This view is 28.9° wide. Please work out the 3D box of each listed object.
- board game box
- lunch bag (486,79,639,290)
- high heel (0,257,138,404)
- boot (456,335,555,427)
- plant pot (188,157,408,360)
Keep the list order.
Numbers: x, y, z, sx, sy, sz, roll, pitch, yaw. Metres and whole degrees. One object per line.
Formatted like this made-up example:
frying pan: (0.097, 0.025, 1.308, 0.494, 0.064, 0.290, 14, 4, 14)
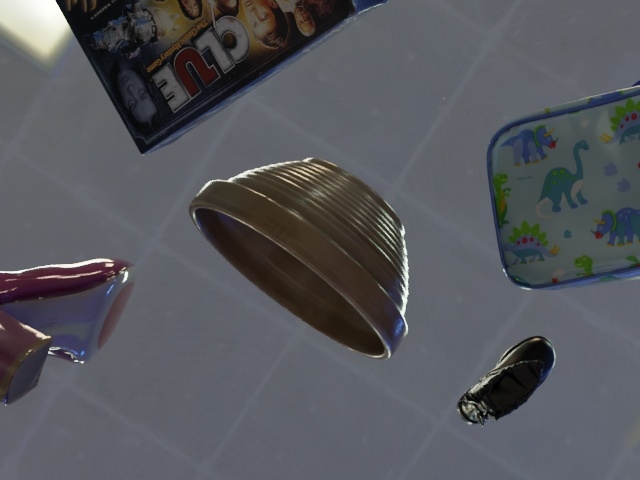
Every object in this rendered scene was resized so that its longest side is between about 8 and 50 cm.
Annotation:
board game box: (-0.085, -0.185, 0.902, 0.243, 0.042, 0.165, -28, -87, 40)
lunch bag: (0.269, -0.050, 1.151, 0.219, 0.090, 0.176, -13, -99, 31)
high heel: (-0.321, 0.056, 1.303, 0.181, 0.377, 0.127, 26, -79, 6)
boot: (0.177, 0.124, 1.126, 0.121, 0.099, 0.045, -36, -97, -15)
plant pot: (0.000, 0.000, 1.169, 0.237, 0.237, 0.110, 37, -104, 1)
